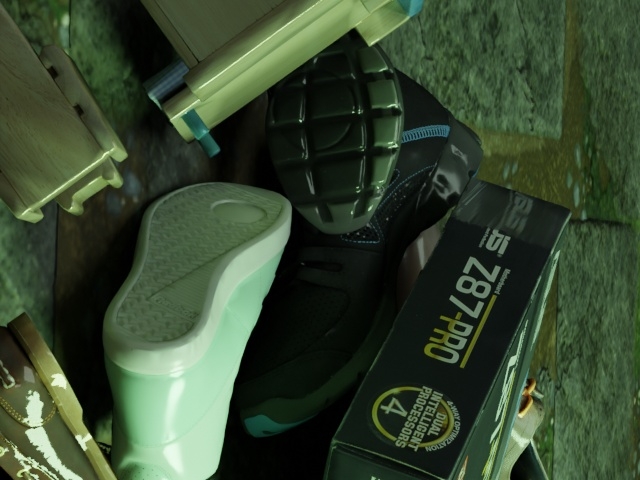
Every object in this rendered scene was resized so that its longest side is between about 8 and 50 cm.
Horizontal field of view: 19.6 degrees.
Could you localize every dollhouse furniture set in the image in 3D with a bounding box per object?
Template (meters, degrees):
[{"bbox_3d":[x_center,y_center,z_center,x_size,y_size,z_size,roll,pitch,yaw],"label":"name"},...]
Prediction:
[{"bbox_3d":[-0.103,-0.164,1.168,0.198,0.286,0.303,54,0,4],"label":"dollhouse furniture set"}]

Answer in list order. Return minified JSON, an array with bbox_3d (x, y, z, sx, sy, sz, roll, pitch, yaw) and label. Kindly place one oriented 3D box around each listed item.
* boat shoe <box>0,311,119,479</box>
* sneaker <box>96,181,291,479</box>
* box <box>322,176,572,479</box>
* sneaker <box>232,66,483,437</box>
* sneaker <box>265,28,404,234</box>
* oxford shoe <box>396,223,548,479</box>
[{"bbox_3d":[-0.169,0.126,1.104,0.073,0.073,0.207,-34,136,-13],"label":"boat shoe"},{"bbox_3d":[-0.088,0.066,1.251,0.256,0.094,0.151,-60,159,-58],"label":"sneaker"},{"bbox_3d":[0.074,0.197,1.435,0.318,0.097,0.395,-60,165,-48],"label":"box"},{"bbox_3d":[0.000,0.000,1.422,0.139,0.125,0.341,45,50,-22],"label":"sneaker"},{"bbox_3d":[0.004,-0.135,1.364,0.106,0.101,0.267,76,7,-83],"label":"sneaker"},{"bbox_3d":[0.131,0.113,1.641,0.130,0.133,0.363,-62,145,-44],"label":"oxford shoe"}]
